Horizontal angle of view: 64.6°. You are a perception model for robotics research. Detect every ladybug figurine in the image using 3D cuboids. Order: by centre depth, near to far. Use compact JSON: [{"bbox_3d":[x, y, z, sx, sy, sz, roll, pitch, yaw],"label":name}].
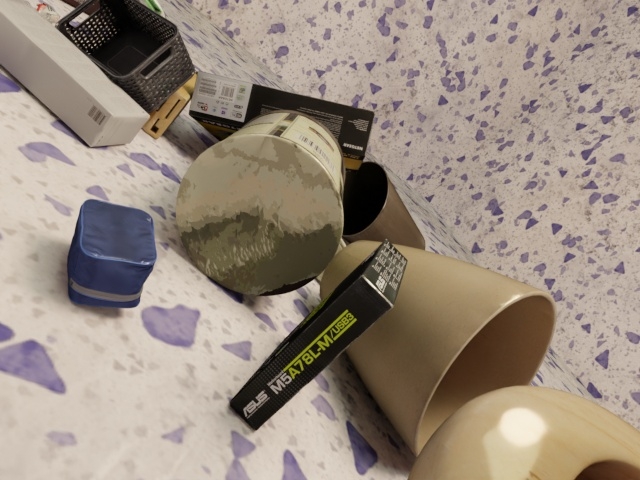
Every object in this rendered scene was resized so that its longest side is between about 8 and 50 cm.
[{"bbox_3d":[0.237,0.323,0.428,0.449,0.162,0.305,44,52,-2],"label":"ladybug figurine"}]

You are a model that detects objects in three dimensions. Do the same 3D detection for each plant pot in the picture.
[{"bbox_3d":[0.127,0.114,0.706,0.256,0.257,0.274,25,8,-47],"label":"plant pot"}]

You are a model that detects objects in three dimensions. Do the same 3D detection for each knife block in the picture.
[{"bbox_3d":[-0.274,-0.283,0.961,0.276,0.088,0.242,50,18,24],"label":"knife block"}]

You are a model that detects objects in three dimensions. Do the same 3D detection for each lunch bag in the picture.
[{"bbox_3d":[-0.193,0.013,0.463,0.067,0.065,0.098,14,31,-30],"label":"lunch bag"}]

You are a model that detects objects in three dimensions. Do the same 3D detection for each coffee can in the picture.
[{"bbox_3d":[-0.066,-0.070,0.721,0.201,0.201,0.275,40,17,-10],"label":"coffee can"}]

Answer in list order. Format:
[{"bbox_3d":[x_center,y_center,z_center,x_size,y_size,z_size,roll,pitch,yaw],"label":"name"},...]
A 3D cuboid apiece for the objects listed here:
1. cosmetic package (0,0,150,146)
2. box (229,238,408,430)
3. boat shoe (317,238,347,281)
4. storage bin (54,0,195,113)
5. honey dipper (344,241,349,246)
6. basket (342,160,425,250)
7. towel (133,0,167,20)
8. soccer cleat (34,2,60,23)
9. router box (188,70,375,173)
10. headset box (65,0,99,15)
[{"bbox_3d":[-0.356,-0.228,0.683,0.239,0.060,0.099,43,18,-2],"label":"cosmetic package"},{"bbox_3d":[0.009,0.088,0.533,0.045,0.184,0.190,43,17,4],"label":"box"},{"bbox_3d":[0.000,0.000,0.909,0.233,0.084,0.079,49,18,29],"label":"boat shoe"},{"bbox_3d":[-0.300,-0.295,0.785,0.180,0.122,0.084,37,-17,19],"label":"storage bin"},{"bbox_3d":[0.009,-0.012,1.064,0.160,0.030,0.030,37,17,-5],"label":"honey dipper"},{"bbox_3d":[0.137,-0.032,1.157,0.227,0.154,0.204,45,39,-40],"label":"basket"},{"bbox_3d":[-0.457,-0.608,1.211,0.248,0.038,0.325,53,-6,-24],"label":"towel"},{"bbox_3d":[-0.471,-0.388,0.871,0.035,0.029,0.083,29,16,-28],"label":"soccer cleat"},{"bbox_3d":[-0.063,-0.212,0.954,0.308,0.081,0.243,13,1,1],"label":"router box"},{"bbox_3d":[-0.586,-0.605,0.991,0.218,0.110,0.293,49,17,20],"label":"headset box"}]
